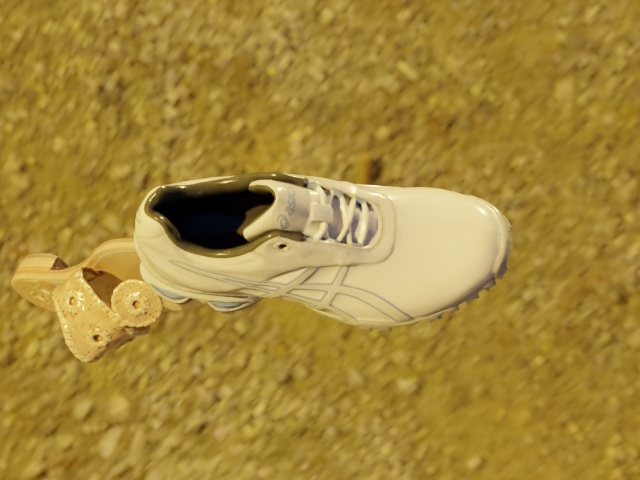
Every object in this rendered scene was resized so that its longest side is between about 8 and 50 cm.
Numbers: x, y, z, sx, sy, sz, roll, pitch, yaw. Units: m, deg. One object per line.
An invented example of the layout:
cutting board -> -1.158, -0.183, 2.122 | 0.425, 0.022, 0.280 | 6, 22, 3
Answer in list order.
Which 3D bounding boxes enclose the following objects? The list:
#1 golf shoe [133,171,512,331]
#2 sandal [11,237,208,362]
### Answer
golf shoe -> 0.000, 0.000, 0.900 | 0.176, 0.086, 0.069 | -3, 72, 4
sandal -> -0.165, 0.056, 1.463 | 0.088, 0.240, 0.079 | 38, 66, -30
